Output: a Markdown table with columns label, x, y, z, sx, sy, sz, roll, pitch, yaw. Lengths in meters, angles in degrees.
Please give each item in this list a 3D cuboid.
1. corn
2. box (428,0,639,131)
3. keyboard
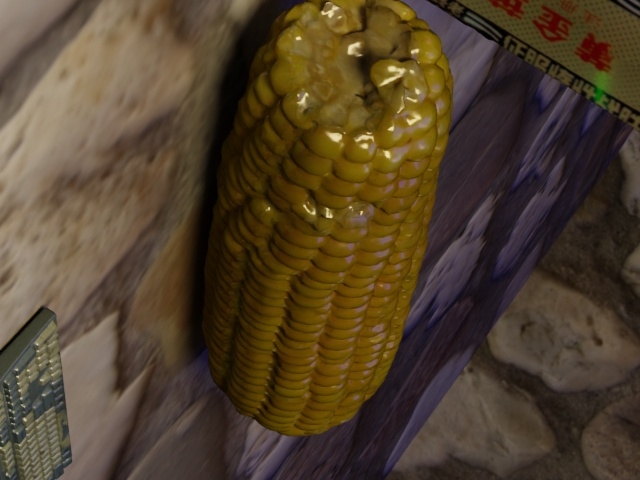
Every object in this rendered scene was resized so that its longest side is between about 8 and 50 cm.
| label | x | y | z | sx | sy | sz | roll | pitch | yaw |
| --- | --- | --- | --- | --- | --- | --- | --- | --- | --- |
| corn | 0.000 | 0.000 | 0.840 | 0.120 | 0.120 | 0.363 | -49 | 167 | -29 |
| box | 0.193 | -0.208 | 0.865 | 0.310 | 0.198 | 0.084 | -49 | 167 | -35 |
| keyboard | -0.144 | 0.093 | 0.777 | 0.055 | 0.014 | 0.176 | -53 | 168 | -28 |
